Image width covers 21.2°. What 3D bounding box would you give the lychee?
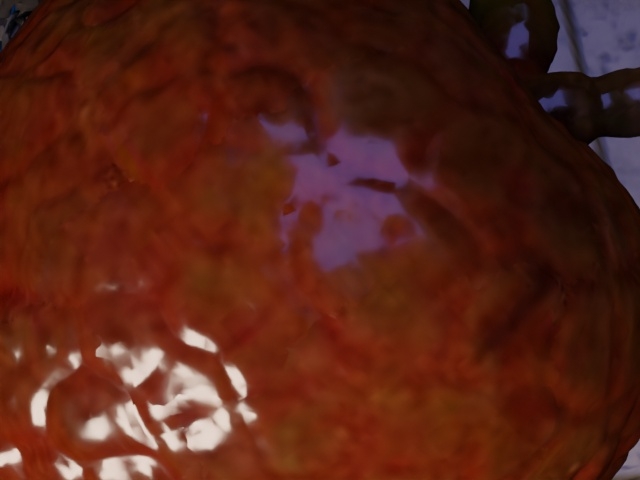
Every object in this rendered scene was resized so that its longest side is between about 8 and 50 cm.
[{"bbox_3d":[0.000,0.000,0.579,0.300,0.255,0.255,-41,75,5],"label":"lychee"}]

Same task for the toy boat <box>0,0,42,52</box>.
[{"bbox_3d":[-0.142,-0.018,0.669,0.084,0.066,0.210,4,68,27],"label":"toy boat"}]
